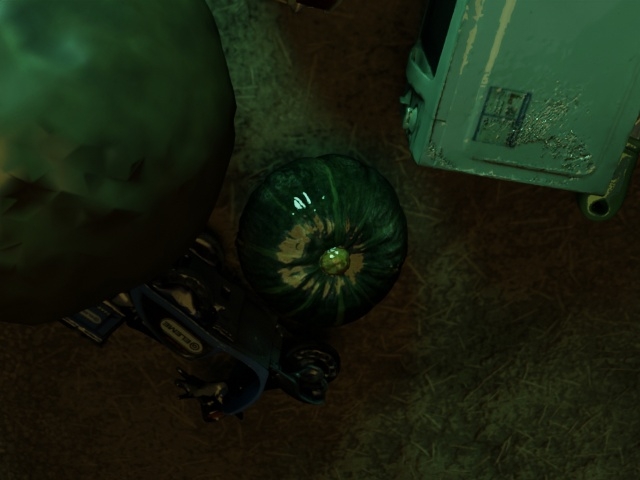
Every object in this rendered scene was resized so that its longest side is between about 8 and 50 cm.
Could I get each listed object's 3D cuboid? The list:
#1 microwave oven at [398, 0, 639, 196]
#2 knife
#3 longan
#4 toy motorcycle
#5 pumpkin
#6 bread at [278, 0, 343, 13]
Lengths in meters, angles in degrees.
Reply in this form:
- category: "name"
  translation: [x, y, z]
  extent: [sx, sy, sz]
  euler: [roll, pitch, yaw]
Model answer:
- category: "microwave oven"
  translation: [0.220, -0.225, 0.866]
  extent: [0.237, 0.181, 0.295]
  euler: [8, 121, -8]
- category: "knife"
  translation: [0.371, -0.143, 1.014]
  extent: [0.063, 0.034, 0.260]
  euler: [16, 114, -3]
- category: "longan"
  translation: [-0.284, -0.141, 0.781]
  extent: [0.404, 0.404, 0.436]
  euler: [-30, 84, 16]
- category: "toy motorcycle"
  translation: [-0.148, 0.127, 1.115]
  extent: [0.358, 0.125, 0.212]
  euler: [39, 121, -20]
- category: "pumpkin"
  translation: [0.002, 0.001, 1.020]
  extent: [0.211, 0.152, 0.212]
  euler: [-2, 105, -7]
- category: "bread"
  translation: [-0.009, -0.321, 0.785]
  extent: [0.142, 0.212, 0.224]
  euler: [15, 121, -16]
